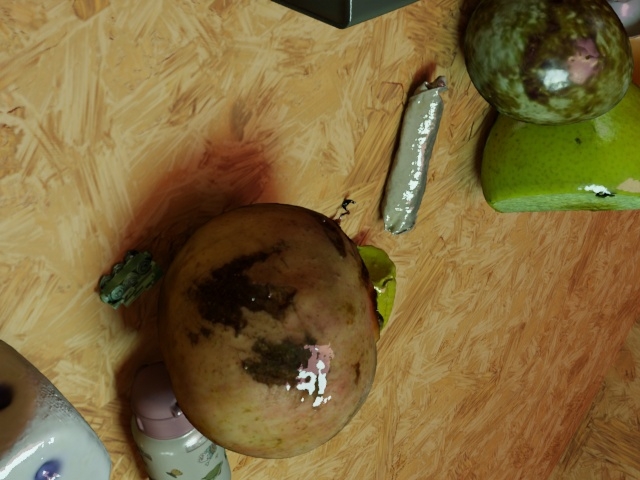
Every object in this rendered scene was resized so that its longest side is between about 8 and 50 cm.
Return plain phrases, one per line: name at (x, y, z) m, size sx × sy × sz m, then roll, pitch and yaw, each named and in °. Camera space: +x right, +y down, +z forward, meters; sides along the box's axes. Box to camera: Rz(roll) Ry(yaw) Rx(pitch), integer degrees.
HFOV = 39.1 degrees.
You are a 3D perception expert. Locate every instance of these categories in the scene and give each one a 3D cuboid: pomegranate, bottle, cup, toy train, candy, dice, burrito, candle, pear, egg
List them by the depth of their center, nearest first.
dice at (-0.351, 0.231, 0.944) m, size 0.193 × 0.194 × 0.191 m, roll -42°, pitch 142°, yaw -24°
toy train at (-0.235, 0.050, 1.110) m, size 0.083 × 0.033 × 0.053 m, roll -48°, pitch 149°, yaw -18°
pomegranate at (-0.061, 0.109, 1.136) m, size 0.322 × 0.322 × 0.322 m, roll -34°, pitch 139°, yaw -35°
bottle at (-0.199, 0.269, 1.255) m, size 0.120 × 0.120 × 0.253 m, roll -38°, pitch 140°, yaw -31°
candle at (0.000, 0.000, 1.407) m, size 0.167 × 0.021 × 0.026 m, roll -49°, pitch 126°, yaw -15°
egg at (0.371, -0.299, 1.446) m, size 0.238 × 0.290 × 0.238 m, roll -60°, pitch -166°, yaw 26°
burrito at (0.154, -0.139, 1.477) m, size 0.082 × 0.059 × 0.275 m, roll -28°, pitch 136°, yaw -50°
candy at (0.076, 0.105, 1.522) m, size 0.094 × 0.106 × 0.198 m, roll -24°, pitch 141°, yaw -19°
pear at (0.462, -0.207, 1.638) m, size 0.238 × 0.343 × 0.317 m, roll 25°, pitch 67°, yaw -62°
cup at (0.576, -0.411, 1.769) m, size 0.264 × 0.183 × 0.226 m, roll 69°, pitch 26°, yaw -59°

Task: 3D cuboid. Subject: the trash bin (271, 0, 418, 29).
trash bin at (0.065, -0.354, 1.082) m, size 0.241 × 0.164 × 0.122 m, roll -33°, pitch 139°, yaw -35°
